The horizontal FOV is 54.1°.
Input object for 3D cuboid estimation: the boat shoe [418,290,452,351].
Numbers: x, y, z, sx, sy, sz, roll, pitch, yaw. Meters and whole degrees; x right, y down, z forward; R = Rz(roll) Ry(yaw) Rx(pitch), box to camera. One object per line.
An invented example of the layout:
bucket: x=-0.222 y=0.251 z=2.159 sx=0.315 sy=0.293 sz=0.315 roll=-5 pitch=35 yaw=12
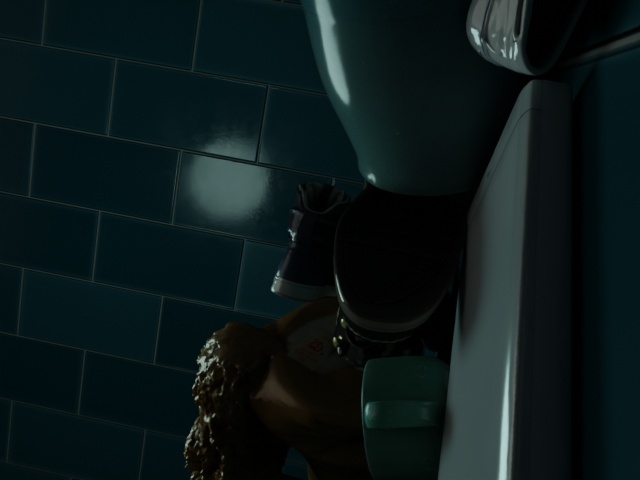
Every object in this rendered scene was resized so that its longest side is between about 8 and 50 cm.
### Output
boat shoe: x=0.179 y=0.102 z=0.962 sx=0.049 sy=0.056 sz=0.152 roll=49 pitch=-142 yaw=-51

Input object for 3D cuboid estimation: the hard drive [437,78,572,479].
hard drive: x=0.152 y=0.076 z=0.529 sx=0.233 sy=0.047 sz=0.353 roll=93 pitch=-172 yaw=-61

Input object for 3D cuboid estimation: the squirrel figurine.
squirrel figurine: x=-0.023 y=0.304 z=1.048 sx=0.281 sy=0.397 sz=0.370 roll=-89 pitch=-5 yaw=-53

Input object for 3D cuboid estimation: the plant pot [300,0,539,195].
plant pot: x=0.121 y=-0.199 z=0.687 sx=0.271 sy=0.272 sz=0.255 roll=-74 pitch=-22 yaw=-54

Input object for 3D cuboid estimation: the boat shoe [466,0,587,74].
boat shoe: x=0.199 y=-0.251 z=0.469 sx=0.084 sy=0.095 sz=0.258 roll=-124 pitch=41 yaw=-51

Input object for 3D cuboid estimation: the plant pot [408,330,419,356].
plant pot: x=0.117 y=0.161 z=1.312 sx=0.237 sy=0.237 sz=0.254 roll=-35 pitch=-30 yaw=-84

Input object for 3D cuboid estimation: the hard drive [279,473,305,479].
hard drive: x=0.009 y=0.517 z=1.108 sx=0.172 sy=0.255 sz=0.054 roll=-68 pitch=4 yaw=-68

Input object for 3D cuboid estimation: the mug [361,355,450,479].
mug: x=0.102 y=0.192 z=0.658 sx=0.158 sy=0.098 sz=0.129 roll=-54 pitch=-44 yaw=-71

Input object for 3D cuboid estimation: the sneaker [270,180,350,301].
sneaker: x=0.002 y=0.000 z=0.926 sx=0.226 sy=0.086 sz=0.163 roll=4 pitch=-81 yaw=-80

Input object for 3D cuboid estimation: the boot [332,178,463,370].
boot: x=0.082 y=0.060 z=0.802 sx=0.377 sy=0.138 sz=0.284 roll=-81 pitch=-3 yaw=-55

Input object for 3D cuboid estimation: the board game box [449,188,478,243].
board game box: x=0.210 y=-0.099 z=1.012 sx=0.316 sy=0.064 sz=0.242 roll=93 pitch=-171 yaw=-62
